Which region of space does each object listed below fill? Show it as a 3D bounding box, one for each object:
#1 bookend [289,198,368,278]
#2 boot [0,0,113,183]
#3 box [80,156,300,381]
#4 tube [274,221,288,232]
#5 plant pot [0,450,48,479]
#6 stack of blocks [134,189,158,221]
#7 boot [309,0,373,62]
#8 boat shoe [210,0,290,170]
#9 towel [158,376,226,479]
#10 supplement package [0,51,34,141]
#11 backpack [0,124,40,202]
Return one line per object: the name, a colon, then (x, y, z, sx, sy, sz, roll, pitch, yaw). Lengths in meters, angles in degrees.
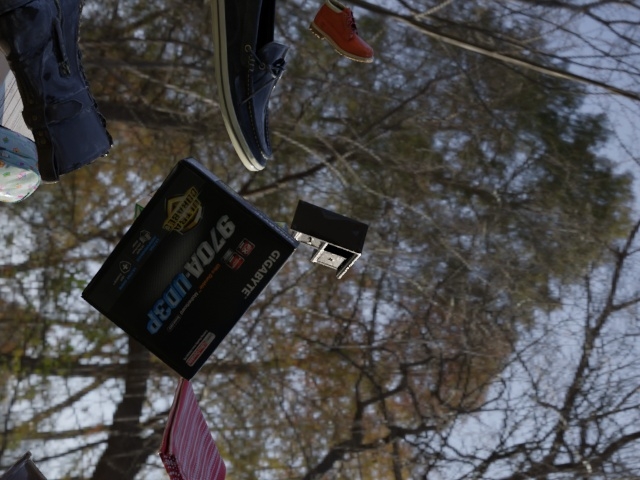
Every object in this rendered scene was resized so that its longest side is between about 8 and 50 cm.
bookend: (0.000, 0.000, 1.620, 0.156, 0.157, 0.072, 128, -19, -63)
boot: (-0.306, -0.207, 0.910, 0.091, 0.263, 0.229, -9, -63, 17)
box: (-0.160, 0.035, 0.937, 0.220, 0.175, 0.051, -51, -178, 11)
tube: (-0.180, -0.009, 1.375, 0.070, 0.240, 0.062, 55, 39, -79)
plant pot: (-0.260, 0.303, 0.664, 0.165, 0.167, 0.167, 45, -46, -4)
stack of blocks: (-0.258, 0.003, 1.629, 0.297, 0.087, 0.171, 29, -52, 17)
boot: (0.056, -0.439, 1.596, 0.158, 0.059, 0.084, 38, -55, 6)
boat shoe: (-0.149, -0.410, 1.746, 0.187, 0.156, 0.499, -48, 134, -78)
towel: (-0.239, 0.421, 1.465, 0.198, 0.031, 0.274, -85, 165, -55)
supplement package: (-0.666, -0.305, 1.501, 0.262, 0.199, 0.198, 112, -3, -70)
backpack: (-0.598, -0.144, 1.375, 0.152, 0.182, 0.115, -29, -116, 25)
